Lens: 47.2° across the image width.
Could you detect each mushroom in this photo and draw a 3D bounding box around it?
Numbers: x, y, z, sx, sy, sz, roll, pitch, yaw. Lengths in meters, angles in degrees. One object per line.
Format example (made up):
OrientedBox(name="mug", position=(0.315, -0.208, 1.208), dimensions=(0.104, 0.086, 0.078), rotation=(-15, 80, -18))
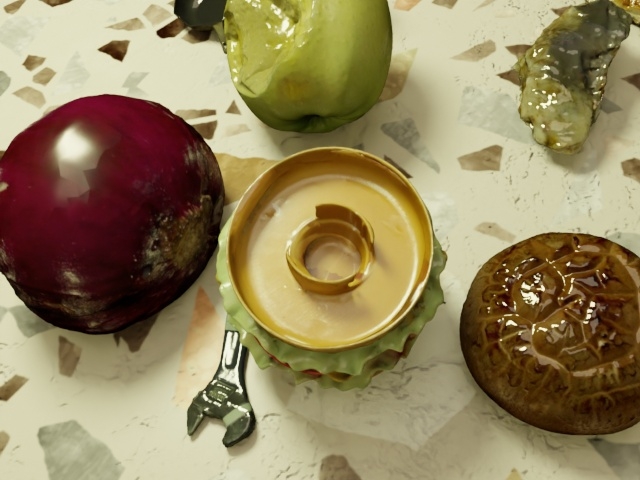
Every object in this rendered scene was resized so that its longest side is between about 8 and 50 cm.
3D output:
OrientedBox(name="mushroom", position=(0.287, 0.105, 0.862), dimensions=(0.253, 0.153, 0.253), rotation=(-6, 63, 11))

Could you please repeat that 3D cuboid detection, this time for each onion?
OrientedBox(name="onion", position=(-0.293, -0.062, 0.976), dimensions=(0.282, 0.260, 0.336), rotation=(25, 63, 27))

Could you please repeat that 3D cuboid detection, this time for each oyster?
OrientedBox(name="oyster", position=(0.393, -0.280, 1.129), dimensions=(0.166, 0.110, 0.341), rotation=(30, 63, 22))

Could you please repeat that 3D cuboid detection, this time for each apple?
OrientedBox(name="apple", position=(-0.017, -0.293, 1.095), dimensions=(0.279, 0.279, 0.279), rotation=(-3, 56, 4))

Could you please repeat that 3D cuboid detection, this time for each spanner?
OrientedBox(name="spanner", position=(-0.115, 0.118, 0.970), dimensions=(0.087, 0.024, 0.315), rotation=(-3, 56, 11))

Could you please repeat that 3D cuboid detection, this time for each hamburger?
OrientedBox(name="hamburger", position=(0.015, 0.043, 0.888), dimensions=(0.274, 0.212, 0.274), rotation=(-1, 67, 3))

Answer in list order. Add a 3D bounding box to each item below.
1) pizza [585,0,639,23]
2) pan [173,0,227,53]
OrientedBox(name="pizza", position=(0.539, -0.421, 1.239), dimensions=(0.182, 0.062, 0.161), rotation=(-2, 57, 3))
OrientedBox(name="pan", position=(-0.199, -0.396, 1.307), dimensions=(0.128, 0.048, 0.202), rotation=(-5, 67, 20))
